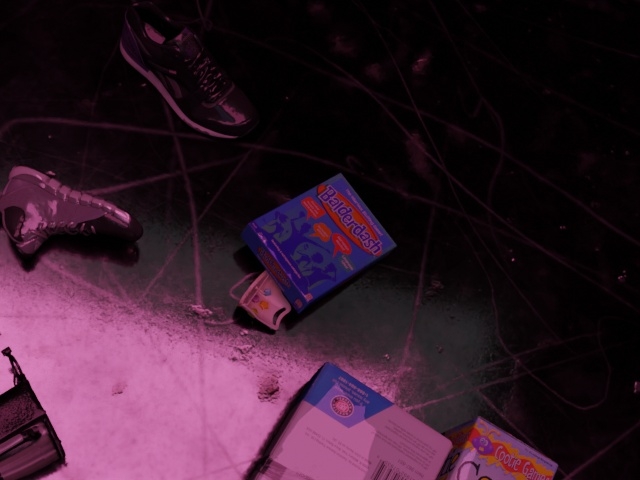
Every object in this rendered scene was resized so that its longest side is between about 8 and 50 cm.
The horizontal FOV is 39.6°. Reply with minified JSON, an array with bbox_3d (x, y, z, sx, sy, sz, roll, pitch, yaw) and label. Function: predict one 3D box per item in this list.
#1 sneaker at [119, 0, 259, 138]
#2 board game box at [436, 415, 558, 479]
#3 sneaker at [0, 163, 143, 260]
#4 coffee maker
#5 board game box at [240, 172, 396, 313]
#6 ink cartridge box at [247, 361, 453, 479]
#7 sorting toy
[{"bbox_3d":[-0.220,-0.283,1.478,0.283,0.124,0.107,38,66,2],"label":"sneaker"},{"bbox_3d":[0.209,0.421,1.303,0.142,0.144,0.275,32,64,0],"label":"board game box"},{"bbox_3d":[-0.395,-0.015,1.361,0.229,0.086,0.132,23,70,6],"label":"sneaker"},{"bbox_3d":[-0.466,0.271,1.219,0.178,0.120,0.171,-27,55,-23],"label":"coffee maker"},{"bbox_3d":[0.000,0.000,1.446,0.210,0.047,0.160,-32,79,-35],"label":"board game box"},{"bbox_3d":[0.013,0.370,1.280,0.223,0.129,0.307,34,65,-1],"label":"ink cartridge box"},{"bbox_3d":[-0.085,0.102,1.411,0.075,0.045,0.083,42,53,-10],"label":"sorting toy"}]
